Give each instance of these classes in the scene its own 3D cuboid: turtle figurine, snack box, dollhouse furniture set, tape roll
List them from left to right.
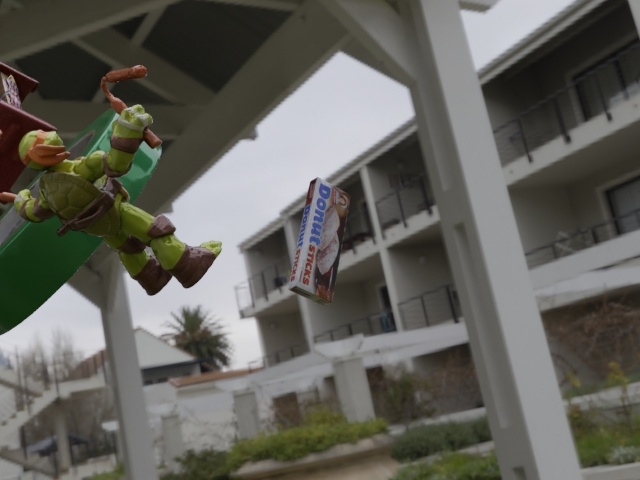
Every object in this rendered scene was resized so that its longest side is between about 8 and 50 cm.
[{"bbox_3d":[-0.515,-0.068,1.014,0.152,0.201,0.374,32,-77,-37],"label":"dollhouse furniture set"},{"bbox_3d":[-0.337,-0.028,1.011,0.077,0.321,0.321,43,-41,-22],"label":"tape roll"},{"bbox_3d":[-0.197,-0.038,0.746,0.269,0.087,0.217,-25,-57,35],"label":"turtle figurine"},{"bbox_3d":[0.000,0.000,1.132,0.064,0.178,0.022,27,-33,-28],"label":"snack box"}]
